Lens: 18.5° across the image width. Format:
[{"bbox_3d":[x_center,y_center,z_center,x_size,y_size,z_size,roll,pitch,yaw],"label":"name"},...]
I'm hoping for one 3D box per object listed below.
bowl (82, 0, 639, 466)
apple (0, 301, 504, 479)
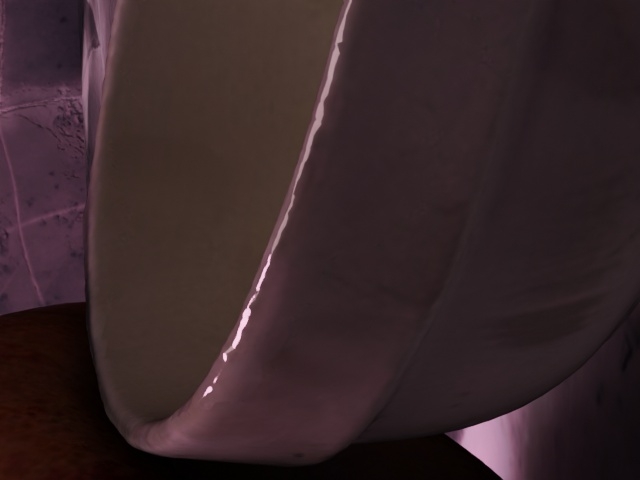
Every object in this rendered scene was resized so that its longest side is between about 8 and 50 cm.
[{"bbox_3d":[0.036,-0.076,0.618,0.307,0.163,0.307,-171,90,-75],"label":"bowl"},{"bbox_3d":[-0.055,0.193,0.716,0.348,0.348,0.277,-115,45,-63],"label":"apple"}]
